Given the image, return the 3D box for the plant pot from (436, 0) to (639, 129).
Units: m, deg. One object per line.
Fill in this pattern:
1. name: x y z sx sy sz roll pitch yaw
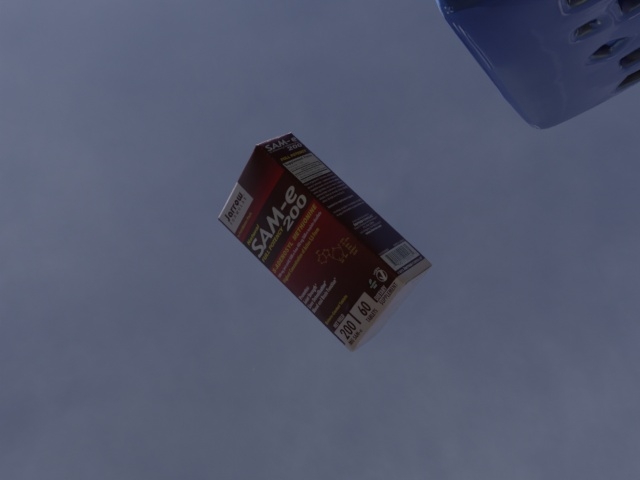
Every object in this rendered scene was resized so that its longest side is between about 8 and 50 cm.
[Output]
1. plant pot: 0.152 -0.220 0.413 0.212 0.236 0.235 -22 -103 21

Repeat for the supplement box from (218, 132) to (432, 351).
1. supplement box: 0.000 0.000 0.964 0.239 0.130 0.073 44 -142 15
